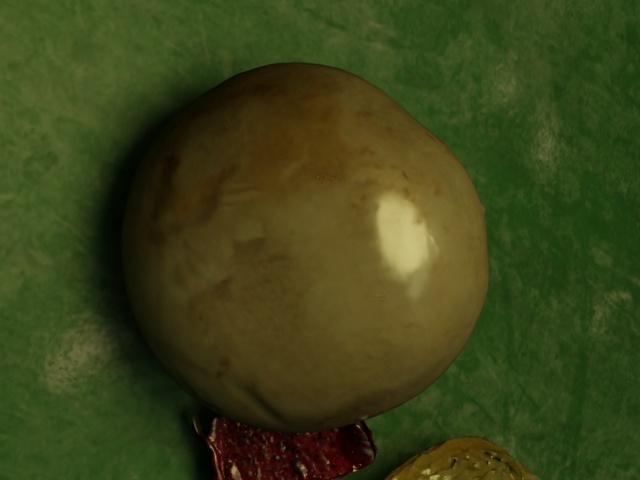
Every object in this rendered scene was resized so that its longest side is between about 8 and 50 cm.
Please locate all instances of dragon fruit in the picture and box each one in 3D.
[{"bbox_3d":[-0.031,0.172,1.081,0.147,0.096,0.102,-17,97,-3],"label":"dragon fruit"}]

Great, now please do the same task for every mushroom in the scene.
[{"bbox_3d":[0.000,0.000,1.006,0.290,0.292,0.293,-19,111,-69],"label":"mushroom"}]

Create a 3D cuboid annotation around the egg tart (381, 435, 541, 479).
[{"bbox_3d":[0.110,0.313,1.181,0.288,0.118,0.288,-3,96,-37],"label":"egg tart"}]
